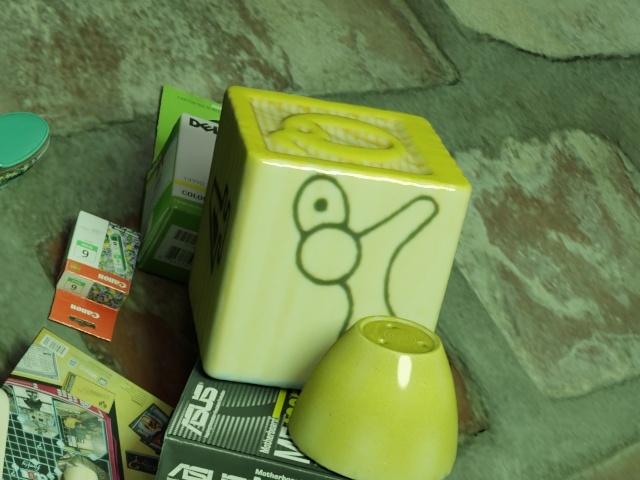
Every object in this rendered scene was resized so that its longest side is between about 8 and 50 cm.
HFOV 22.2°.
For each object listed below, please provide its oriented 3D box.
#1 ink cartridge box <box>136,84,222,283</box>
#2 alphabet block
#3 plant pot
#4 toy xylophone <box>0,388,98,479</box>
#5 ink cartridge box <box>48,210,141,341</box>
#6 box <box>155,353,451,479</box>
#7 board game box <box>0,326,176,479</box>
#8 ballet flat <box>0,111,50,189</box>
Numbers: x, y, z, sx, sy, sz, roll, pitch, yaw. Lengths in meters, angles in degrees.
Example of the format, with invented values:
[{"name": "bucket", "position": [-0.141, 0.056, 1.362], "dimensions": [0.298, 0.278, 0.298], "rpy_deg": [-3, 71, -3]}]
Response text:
[{"name": "ink cartridge box", "position": [-0.068, -0.067, 1.597], "dimensions": [0.188, 0.097, 0.255], "rpy_deg": [18, 45, -17]}, {"name": "alphabet block", "position": [0.000, 0.000, 1.383], "dimensions": [0.192, 0.197, 0.193], "rpy_deg": [8, 21, -15]}, {"name": "plant pot", "position": [0.050, 0.115, 1.260], "dimensions": [0.134, 0.095, 0.134], "rpy_deg": [11, 21, -4]}, {"name": "toy xylophone", "position": [-0.275, 0.207, 1.148], "dimensions": [0.236, 0.081, 0.323], "rpy_deg": [40, 32, -26]}, {"name": "ink cartridge box", "position": [-0.202, 0.031, 1.471], "dimensions": [0.062, 0.029, 0.115], "rpy_deg": [22, 43, -15]}, {"name": "box", "position": [-0.006, 0.152, 1.351], "dimensions": [0.216, 0.060, 0.270], "rpy_deg": [15, 20, 2]}, {"name": "board game box", "position": [-0.166, 0.196, 1.334], "dimensions": [0.243, 0.042, 0.165], "rpy_deg": [32, 42, -3]}, {"name": "ballet flat", "position": [-0.314, -0.058, 1.458], "dimensions": [0.070, 0.070, 0.188], "rpy_deg": [41, 38, 8]}]
